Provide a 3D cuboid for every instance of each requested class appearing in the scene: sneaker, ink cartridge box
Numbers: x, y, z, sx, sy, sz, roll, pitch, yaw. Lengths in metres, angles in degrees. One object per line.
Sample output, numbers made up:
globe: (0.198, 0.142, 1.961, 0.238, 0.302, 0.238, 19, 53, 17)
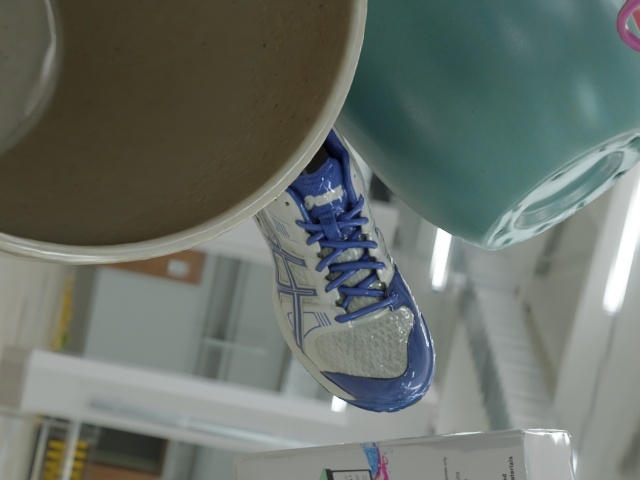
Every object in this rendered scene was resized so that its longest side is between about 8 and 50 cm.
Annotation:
sneaker: (0.000, 0.000, 1.306, 0.296, 0.112, 0.131, 62, -11, 20)
ink cartridge box: (0.084, 0.244, 1.509, 0.201, 0.278, 0.117, 18, 66, -69)

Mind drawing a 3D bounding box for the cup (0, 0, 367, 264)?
cup: (-0.176, -0.139, 0.863, 0.237, 0.331, 0.331, -13, -117, 57)

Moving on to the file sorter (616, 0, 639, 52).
file sorter: (0.316, -0.257, 1.039, 0.202, 0.182, 0.290, 134, -28, -57)

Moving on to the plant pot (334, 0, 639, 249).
plant pot: (0.157, -0.135, 1.431, 0.235, 0.293, 0.293, 58, -20, 15)
